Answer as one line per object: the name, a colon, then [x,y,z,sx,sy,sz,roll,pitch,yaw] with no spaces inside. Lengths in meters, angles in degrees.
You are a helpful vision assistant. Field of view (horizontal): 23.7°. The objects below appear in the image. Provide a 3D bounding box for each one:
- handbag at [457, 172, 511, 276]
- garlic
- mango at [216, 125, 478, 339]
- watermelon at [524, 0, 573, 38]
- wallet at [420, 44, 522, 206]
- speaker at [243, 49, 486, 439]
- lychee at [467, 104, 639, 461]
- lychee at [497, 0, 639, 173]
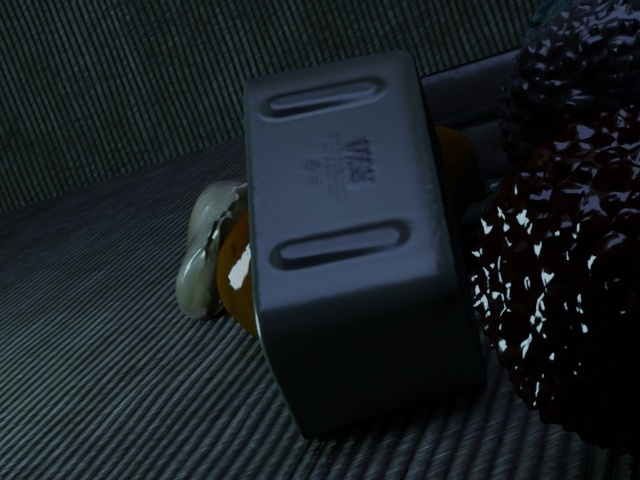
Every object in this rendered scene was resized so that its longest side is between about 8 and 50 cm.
handbag: [0.242,-0.030,1.827,0.247,0.079,0.260,-28,11,-29]
garlic: [-0.114,-0.022,2.091,0.217,0.110,0.228,-29,-29,-56]
mango: [0.035,-0.009,1.770,0.350,0.201,0.199,-40,-30,18]
watermelon: [0.463,-0.310,2.542,0.320,0.290,0.213,-28,-25,30]
wallet: [0.263,-0.151,2.035,0.406,0.228,0.062,-16,-16,23]
speaker: [0.037,-0.013,1.498,0.184,0.183,0.406,-14,41,7]
lychee: [0.239,0.026,1.080,0.264,0.264,0.300,-27,-6,-32]
lychee: [0.336,-0.131,1.595,0.300,0.300,0.300,-19,11,4]
